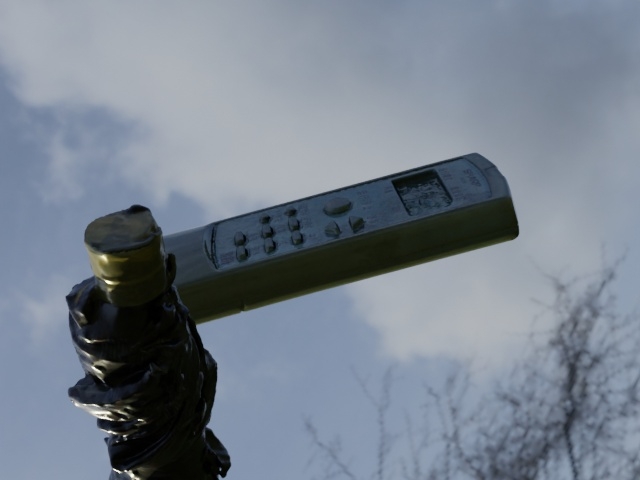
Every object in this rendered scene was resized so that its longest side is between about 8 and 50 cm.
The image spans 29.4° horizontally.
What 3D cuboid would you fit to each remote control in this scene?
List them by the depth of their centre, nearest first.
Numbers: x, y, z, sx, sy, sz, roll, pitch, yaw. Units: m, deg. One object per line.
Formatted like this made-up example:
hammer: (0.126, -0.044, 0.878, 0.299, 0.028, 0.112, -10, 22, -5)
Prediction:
remote control: (0.000, 0.000, 0.735, 0.234, 0.098, 0.038, -14, -67, -1)

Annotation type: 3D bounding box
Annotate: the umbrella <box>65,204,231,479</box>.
umbrella: (-0.048, 0.055, 0.356, 0.040, 0.037, 0.143, -38, -43, -37)
